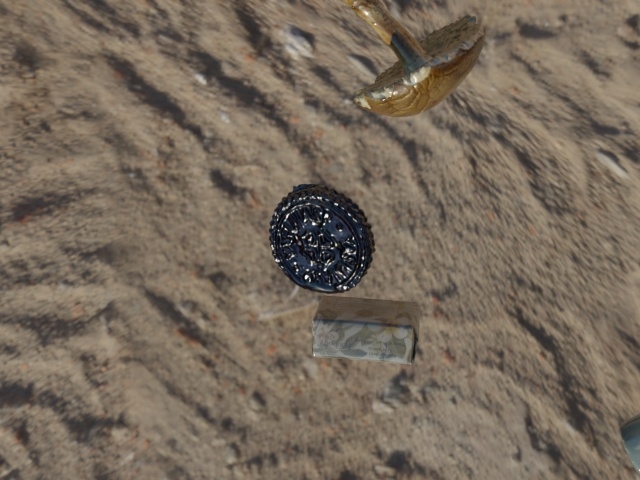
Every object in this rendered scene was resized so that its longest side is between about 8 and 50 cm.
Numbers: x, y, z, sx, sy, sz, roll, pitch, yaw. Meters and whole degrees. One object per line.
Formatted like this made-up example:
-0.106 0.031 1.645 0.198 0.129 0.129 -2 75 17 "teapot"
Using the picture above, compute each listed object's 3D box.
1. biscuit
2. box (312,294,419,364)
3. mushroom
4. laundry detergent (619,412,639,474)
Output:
0.000 0.000 1.689 0.195 0.053 0.194 10 116 22 "biscuit"
0.042 0.082 0.949 0.098 0.062 0.045 4 110 6 "box"
0.093 -0.309 1.600 0.302 0.233 0.208 21 86 -13 "mushroom"
0.458 0.123 0.879 0.398 0.125 0.264 -31 65 22 "laundry detergent"
